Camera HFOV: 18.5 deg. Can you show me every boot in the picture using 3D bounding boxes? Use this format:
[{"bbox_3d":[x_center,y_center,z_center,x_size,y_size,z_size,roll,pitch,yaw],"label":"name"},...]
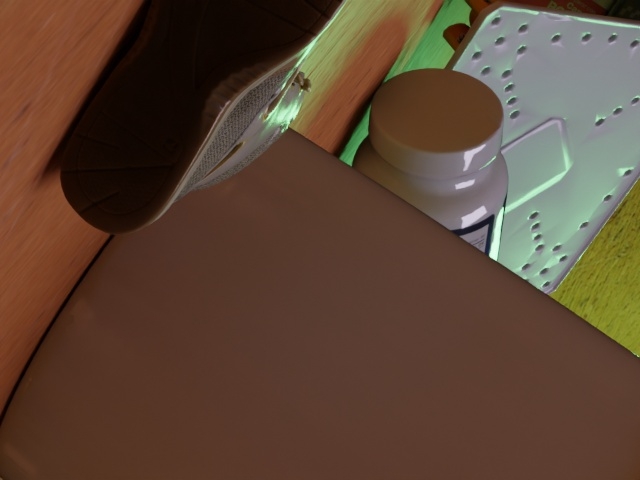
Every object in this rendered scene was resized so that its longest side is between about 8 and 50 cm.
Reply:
[{"bbox_3d":[-0.034,-0.102,0.993,0.213,0.077,0.165,-52,175,14],"label":"boot"}]

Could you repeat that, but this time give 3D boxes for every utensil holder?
[{"bbox_3d":[0.025,0.142,1.297,0.328,0.385,0.327,-55,174,-9],"label":"utensil holder"}]

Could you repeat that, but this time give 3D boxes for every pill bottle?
[{"bbox_3d":[0.102,-0.026,1.898,0.153,0.153,0.265,-50,155,-41],"label":"pill bottle"}]

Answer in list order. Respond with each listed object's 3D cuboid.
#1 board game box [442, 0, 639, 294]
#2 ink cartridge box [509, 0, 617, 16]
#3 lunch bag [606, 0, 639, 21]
[{"bbox_3d":[0.205,-0.092,2.090,0.390,0.050,0.390,1,133,-43],"label":"board game box"},{"bbox_3d":[0.344,-0.363,2.364,0.283,0.117,0.207,-56,173,7],"label":"ink cartridge box"},{"bbox_3d":[0.460,-0.169,2.317,0.212,0.305,0.256,-52,172,-18],"label":"lunch bag"}]
